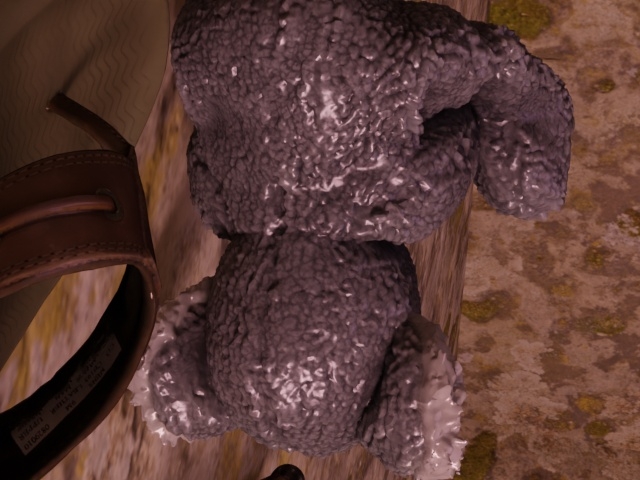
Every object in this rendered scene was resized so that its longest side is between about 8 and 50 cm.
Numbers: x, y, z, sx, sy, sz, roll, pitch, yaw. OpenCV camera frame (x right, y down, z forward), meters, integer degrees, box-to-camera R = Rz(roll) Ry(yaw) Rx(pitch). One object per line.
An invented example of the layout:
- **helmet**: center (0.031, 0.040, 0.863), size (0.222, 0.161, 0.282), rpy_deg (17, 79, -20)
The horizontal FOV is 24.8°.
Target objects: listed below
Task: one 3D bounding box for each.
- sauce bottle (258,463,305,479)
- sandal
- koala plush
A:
- **sauce bottle**: center (-0.037, 0.191, 1.029), size (0.128, 0.042, 0.042), rpy_deg (-34, 133, -76)
- **sandal**: center (-0.095, 0.031, 0.420), size (0.120, 0.086, 0.303), rpy_deg (89, 15, -47)
- **koala plush**: center (0.000, 0.000, 0.695), size (0.203, 0.196, 0.221), rpy_deg (26, 74, -68)
